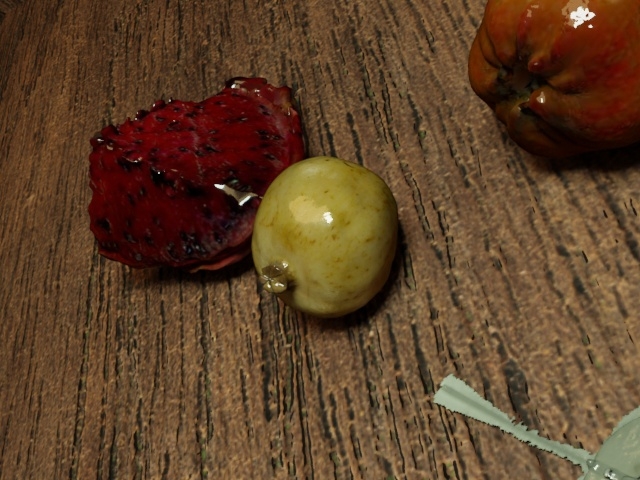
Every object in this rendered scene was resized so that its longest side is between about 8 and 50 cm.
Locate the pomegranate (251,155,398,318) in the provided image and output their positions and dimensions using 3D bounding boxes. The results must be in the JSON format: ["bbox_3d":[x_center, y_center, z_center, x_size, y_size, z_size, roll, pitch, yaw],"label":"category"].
[{"bbox_3d":[0.000,0.000,0.964,0.196,0.196,0.196,-22,45,25],"label":"pomegranate"}]

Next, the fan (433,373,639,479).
[{"bbox_3d":[0.252,0.200,0.718,0.415,0.012,0.233,17,68,46],"label":"fan"}]

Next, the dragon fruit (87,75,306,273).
[{"bbox_3d":[-0.125,-0.078,1.207,0.286,0.227,0.329,17,35,18],"label":"dragon fruit"}]

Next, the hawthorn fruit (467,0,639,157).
[{"bbox_3d":[0.296,-0.207,0.892,0.261,0.224,0.224,-30,37,-19],"label":"hawthorn fruit"}]
